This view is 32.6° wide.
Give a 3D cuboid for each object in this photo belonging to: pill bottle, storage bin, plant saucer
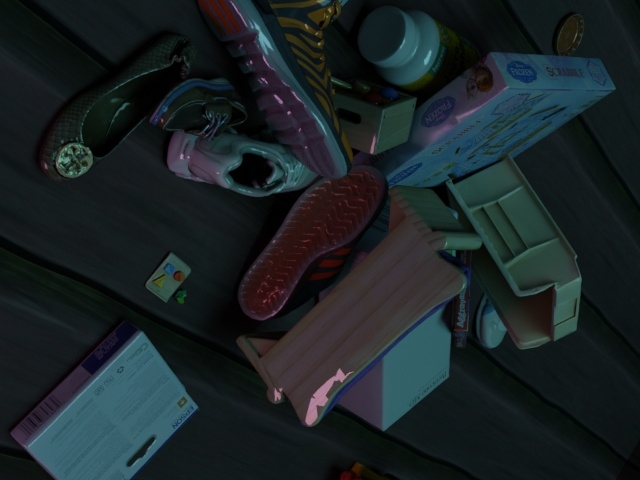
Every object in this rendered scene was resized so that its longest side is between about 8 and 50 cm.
[{"bbox_3d":[0.150,-0.283,1.664,0.208,0.117,0.118,16,101,-52],"label":"pill bottle"},{"bbox_3d":[0.341,0.031,1.910,0.123,0.260,0.262,-27,153,-2],"label":"storage bin"},{"bbox_3d":[0.464,-0.384,2.047,0.083,0.013,0.084,-28,134,-34],"label":"plant saucer"}]

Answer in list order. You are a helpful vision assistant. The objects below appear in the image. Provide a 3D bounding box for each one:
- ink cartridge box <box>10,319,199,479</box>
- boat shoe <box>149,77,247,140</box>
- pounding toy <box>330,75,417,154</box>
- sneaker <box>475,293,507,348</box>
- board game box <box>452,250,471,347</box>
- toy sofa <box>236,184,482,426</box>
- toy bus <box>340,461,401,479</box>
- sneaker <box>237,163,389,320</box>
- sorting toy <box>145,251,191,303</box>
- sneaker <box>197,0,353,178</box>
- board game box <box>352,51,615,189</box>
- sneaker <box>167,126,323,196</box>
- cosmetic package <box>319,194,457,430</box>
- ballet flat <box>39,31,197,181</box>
[{"bbox_3d":[-0.300,0.255,1.562,0.223,0.045,0.224,-45,142,-18],"label":"ink cartridge box"},{"bbox_3d":[-0.146,-0.165,1.390,0.066,0.066,0.183,-50,172,30],"label":"boat shoe"},{"bbox_3d":[0.049,-0.201,1.610,0.130,0.141,0.100,-28,134,-55],"label":"pounding toy"},{"bbox_3d":[0.392,0.123,2.238,0.087,0.092,0.229,1,114,-51],"label":"sneaker"},{"bbox_3d":[0.254,0.108,1.975,0.281,0.027,0.145,62,30,-77],"label":"board game box"},{"bbox_3d":[0.070,0.100,1.587,0.362,0.177,0.150,-46,160,19],"label":"toy sofa"},{"bbox_3d":[0.123,0.521,2.099,0.149,0.220,0.211,-54,137,-12],"label":"toy bus"},{"bbox_3d":[0.000,0.000,1.669,0.302,0.108,0.121,-46,164,18],"label":"sneaker"},{"bbox_3d":[-0.209,0.059,1.565,0.062,0.012,0.083,-54,143,-8],"label":"sorting toy"},{"bbox_3d":[-0.009,-0.248,1.436,0.180,0.124,0.321,-42,116,-26],"label":"sneaker"},{"bbox_3d":[0.259,-0.185,1.749,0.318,0.066,0.318,-8,159,-48],"label":"board game box"},{"bbox_3d":[-0.075,-0.103,1.528,0.292,0.118,0.110,-2,114,-50],"label":"sneaker"},{"bbox_3d":[0.112,0.113,1.856,0.197,0.155,0.366,-34,136,-35],"label":"cosmetic package"},{"bbox_3d":[-0.241,-0.163,1.341,0.250,0.058,0.084,-46,141,-18],"label":"ballet flat"}]
